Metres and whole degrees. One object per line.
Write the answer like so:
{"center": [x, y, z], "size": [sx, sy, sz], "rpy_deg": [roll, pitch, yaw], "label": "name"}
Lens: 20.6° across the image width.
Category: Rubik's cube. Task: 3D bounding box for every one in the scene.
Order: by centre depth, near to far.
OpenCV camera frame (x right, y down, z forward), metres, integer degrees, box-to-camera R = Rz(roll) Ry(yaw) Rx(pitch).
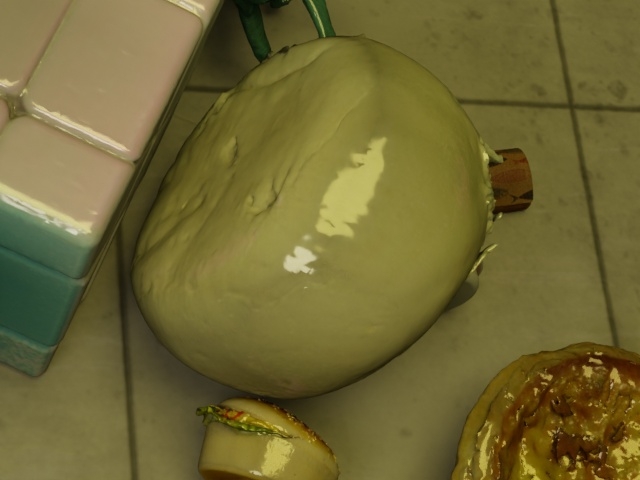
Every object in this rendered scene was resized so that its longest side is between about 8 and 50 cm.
{"center": [-0.294, -0.122, 1.508], "size": [0.316, 0.322, 0.319], "rpy_deg": [26, 61, -6], "label": "Rubik's cube"}

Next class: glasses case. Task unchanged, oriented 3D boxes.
{"center": [0.129, -0.056, 1.772], "size": [0.170, 0.041, 0.065], "rpy_deg": [-7, 68, -21], "label": "glasses case"}

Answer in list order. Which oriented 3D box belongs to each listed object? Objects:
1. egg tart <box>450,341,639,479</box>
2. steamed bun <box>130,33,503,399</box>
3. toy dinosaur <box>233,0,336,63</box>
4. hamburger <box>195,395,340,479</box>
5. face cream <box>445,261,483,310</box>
{"center": [0.245, 0.238, 1.627], "size": [0.290, 0.115, 0.290], "rpy_deg": [7, 66, -15], "label": "egg tart"}
{"center": [0.000, 0.000, 1.564], "size": [0.233, 0.334, 0.312], "rpy_deg": [35, 73, -25], "label": "steamed bun"}
{"center": [-0.080, -0.326, 1.650], "size": [0.331, 0.129, 0.383], "rpy_deg": [55, 21, -33], "label": "toy dinosaur"}
{"center": [-0.050, 0.186, 1.548], "size": [0.141, 0.126, 0.081], "rpy_deg": [25, 69, -7], "label": "hamburger"}
{"center": [0.108, 0.014, 1.703], "size": [0.091, 0.091, 0.095], "rpy_deg": [-2, 59, -19], "label": "face cream"}
